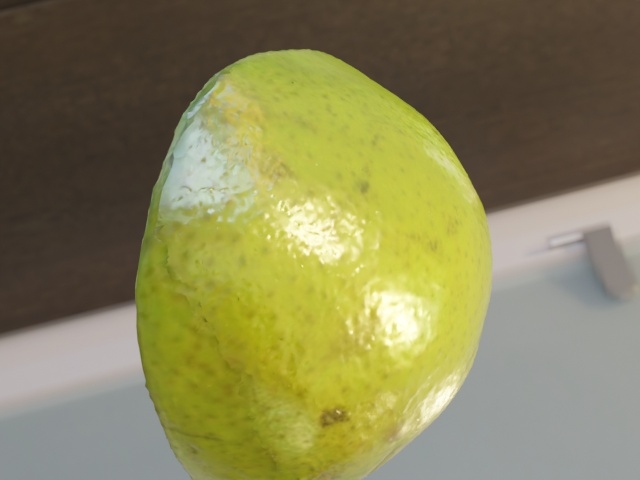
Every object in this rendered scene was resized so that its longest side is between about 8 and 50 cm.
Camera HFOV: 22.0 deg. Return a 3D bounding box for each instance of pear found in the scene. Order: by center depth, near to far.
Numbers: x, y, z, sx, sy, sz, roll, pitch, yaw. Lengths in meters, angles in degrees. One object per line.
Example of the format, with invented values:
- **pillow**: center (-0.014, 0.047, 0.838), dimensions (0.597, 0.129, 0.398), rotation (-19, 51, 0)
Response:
- **pear**: center (0.002, 0.004, 0.959), dimensions (0.239, 0.139, 0.288), rotation (47, 59, -48)
